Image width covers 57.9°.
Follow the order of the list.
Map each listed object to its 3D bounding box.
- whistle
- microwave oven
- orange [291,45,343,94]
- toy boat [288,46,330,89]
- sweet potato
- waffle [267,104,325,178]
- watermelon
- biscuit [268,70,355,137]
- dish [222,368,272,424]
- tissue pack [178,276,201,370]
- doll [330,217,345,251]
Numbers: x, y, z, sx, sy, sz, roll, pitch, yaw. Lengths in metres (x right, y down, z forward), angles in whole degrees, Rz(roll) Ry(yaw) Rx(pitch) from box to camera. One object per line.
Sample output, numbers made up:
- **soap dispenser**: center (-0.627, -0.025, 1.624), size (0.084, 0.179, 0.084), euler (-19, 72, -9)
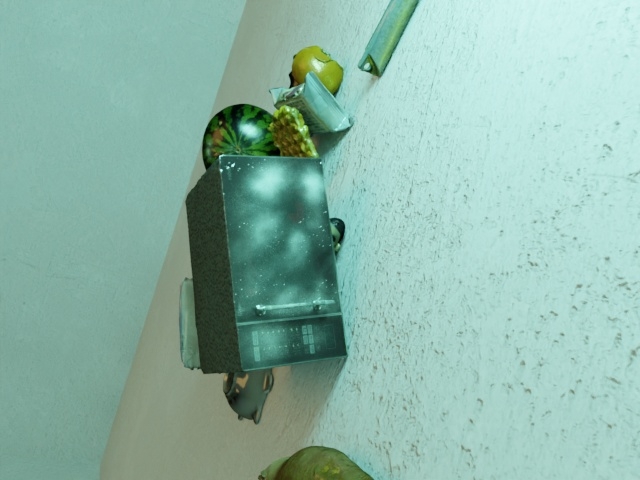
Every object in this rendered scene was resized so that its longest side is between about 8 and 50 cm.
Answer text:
- **whistle**: center (0.182, -0.535, 1.333), size (0.326, 0.068, 0.057), euler (-60, 35, 26)
- **microwave oven**: center (-0.140, 0.066, 1.299), size (0.374, 0.236, 0.432), euler (-28, 67, 61)
- **orange**: center (-0.007, -0.474, 1.633), size (0.134, 0.154, 0.155), euler (-32, 24, -6)
- **toy boat**: center (-0.065, -0.465, 1.774), size (0.269, 0.141, 0.141), euler (-61, 23, -1)
- **sweet potato**: center (0.010, 0.421, 1.004), size (0.337, 0.131, 0.131), euler (-40, 40, 52)
- **waffle**: center (-0.064, -0.247, 1.560), size (0.243, 0.059, 0.237), euler (16, 127, 69)
- **watermelon**: center (-0.234, -0.282, 1.826), size (0.285, 0.285, 0.285), euler (-47, 34, 47)
- **biscuit**: center (-0.037, -0.362, 1.585), size (0.079, 0.186, 0.309), euler (-45, 19, -11)
- **dish**: center (-0.214, 0.394, 1.582), size (0.236, 0.086, 0.228), euler (-50, 32, 44)
- **tissue pack**: center (-0.310, 0.238, 1.665), size (0.343, 0.125, 0.242), euler (86, 180, -81)
- **doll**: center (0.000, 0.000, 1.368), size (0.089, 0.102, 0.179), euler (-41, -3, -41)
